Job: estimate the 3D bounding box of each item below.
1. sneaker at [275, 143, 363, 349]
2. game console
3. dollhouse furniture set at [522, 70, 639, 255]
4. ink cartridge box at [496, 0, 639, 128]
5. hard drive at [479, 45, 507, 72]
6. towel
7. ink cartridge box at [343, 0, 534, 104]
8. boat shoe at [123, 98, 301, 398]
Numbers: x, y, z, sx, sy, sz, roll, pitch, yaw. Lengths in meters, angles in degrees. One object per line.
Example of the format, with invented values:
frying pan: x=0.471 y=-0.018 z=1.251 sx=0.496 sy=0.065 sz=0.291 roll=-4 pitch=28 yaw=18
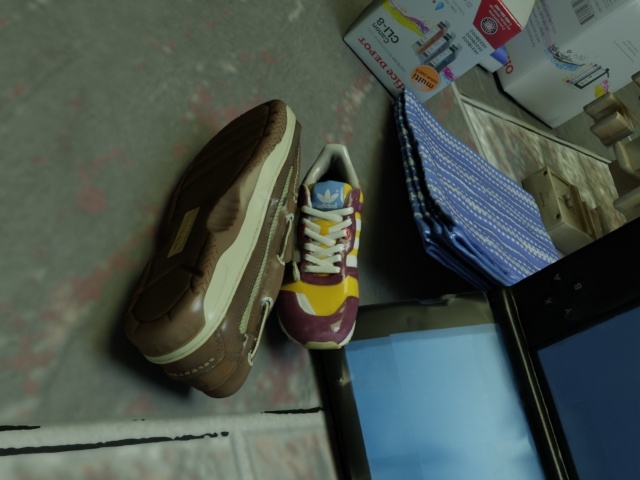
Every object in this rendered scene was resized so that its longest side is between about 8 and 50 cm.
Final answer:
sneaker: x=0.000 y=0.000 z=0.642 sx=0.069 sy=0.084 sz=0.186 roll=3 pitch=42 yaw=-2
game console: x=0.159 y=0.144 z=0.569 sx=0.173 sy=0.250 sz=0.293 roll=10 pitch=56 yaw=-40
dollhouse furniture set: x=0.429 y=-0.072 z=1.099 sx=0.161 sy=0.242 sz=0.212 roll=27 pitch=45 yaw=-36
ink cartridge box: x=0.405 y=-0.329 z=1.285 sx=0.168 sy=0.232 sz=0.171 roll=24 pitch=45 yaw=-41
hard drive: x=0.149 y=-0.399 z=1.200 sx=0.318 sy=0.040 sz=0.210 roll=21 pitch=47 yaw=-40
towel: x=0.184 y=-0.029 z=0.858 sx=0.243 sy=0.040 sz=0.336 roll=35 pitch=26 yaw=-20
ink cartridge box: x=0.142 y=-0.267 z=0.967 sx=0.128 sy=0.176 sz=0.127 roll=46 pitch=38 yaw=-13
boat shoe: x=-0.059 y=0.002 z=0.592 sx=0.095 sy=0.095 sz=0.258 roll=52 pitch=39 yaw=-30
